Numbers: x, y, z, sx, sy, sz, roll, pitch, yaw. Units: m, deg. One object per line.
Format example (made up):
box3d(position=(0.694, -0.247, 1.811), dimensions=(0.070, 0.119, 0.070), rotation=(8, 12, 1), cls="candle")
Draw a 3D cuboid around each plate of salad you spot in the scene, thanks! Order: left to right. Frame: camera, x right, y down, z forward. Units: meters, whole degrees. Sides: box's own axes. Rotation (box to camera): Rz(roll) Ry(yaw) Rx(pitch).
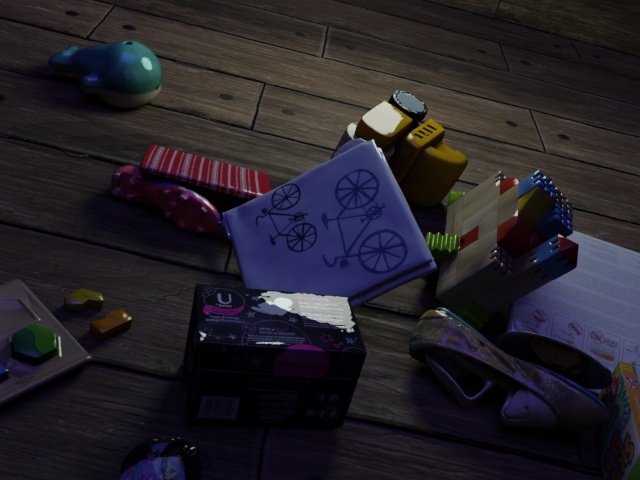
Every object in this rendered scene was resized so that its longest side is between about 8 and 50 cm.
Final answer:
box3d(position=(0.395, 0.214, 1.303), dimensions=(0.200, 0.200, 0.048), rotation=(23, 69, 10), cls="plate of salad")

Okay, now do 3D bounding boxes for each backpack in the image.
box3d(position=(-0.199, 0.346, 0.912), dimensions=(0.115, 0.152, 0.182), rotation=(1, 49, -11), cls="backpack")

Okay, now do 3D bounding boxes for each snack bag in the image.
box3d(position=(0.000, 0.000, 1.370), dimensions=(0.342, 0.037, 0.323), rotation=(-26, 51, 6), cls="snack bag")

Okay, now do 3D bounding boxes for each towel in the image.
box3d(position=(-0.231, -0.134, 1.578), dimensions=(0.275, 0.031, 0.199), rotation=(14, 16, -11), cls="towel")

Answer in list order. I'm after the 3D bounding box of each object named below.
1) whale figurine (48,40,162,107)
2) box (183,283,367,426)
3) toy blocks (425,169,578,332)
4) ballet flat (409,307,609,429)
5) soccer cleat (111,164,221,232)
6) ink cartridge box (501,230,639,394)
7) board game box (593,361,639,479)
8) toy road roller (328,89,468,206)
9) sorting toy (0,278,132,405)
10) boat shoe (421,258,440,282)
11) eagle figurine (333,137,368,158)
box3d(position=(-0.514, -0.427, 1.837), dimensions=(0.272, 0.141, 0.216), rotation=(21, 35, 8), cls="whale figurine")
box3d(position=(-0.077, 0.177, 1.160), dimensions=(0.247, 0.163, 0.142), rotation=(6, 32, -14), cls="box")
box3d(position=(0.361, -0.018, 1.453), dimensions=(0.191, 0.261, 0.381), rotation=(40, 37, -18), cls="toy blocks")
box3d(position=(0.302, 0.243, 1.283), dimensions=(0.348, 0.123, 0.123), rotation=(31, 37, 19), cls="ballet flat")
box3d(position=(-0.299, -0.091, 1.518), dimensions=(0.248, 0.083, 0.095), rotation=(21, 30, 12), cls="soccer cleat")
box3d(position=(0.527, 0.152, 1.540), dimensions=(0.308, 0.091, 0.385), rotation=(20, 52, 5), cls="ink cartridge box")
box3d(position=(0.485, 0.326, 1.214), dimensions=(0.039, 0.124, 0.259), rotation=(14, 35, -2), cls="board game box")
box3d(position=(0.185, -0.178, 1.734), dimensions=(0.240, 0.202, 0.329), rotation=(38, 37, 11), cls="toy road roller")
box3d(position=(-0.460, 0.135, 1.169), dimensions=(0.229, 0.041, 0.307), rotation=(36, 39, 26), cls="sorting toy")
box3d(position=(0.241, 0.038, 1.577), dimensions=(0.072, 0.068, 0.190), rotation=(22, 22, 30), cls="boat shoe")
box3d(position=(0.047, -0.038, 1.492), dimensions=(0.225, 0.226, 0.298), rotation=(43, 33, 3), cls="eagle figurine")
